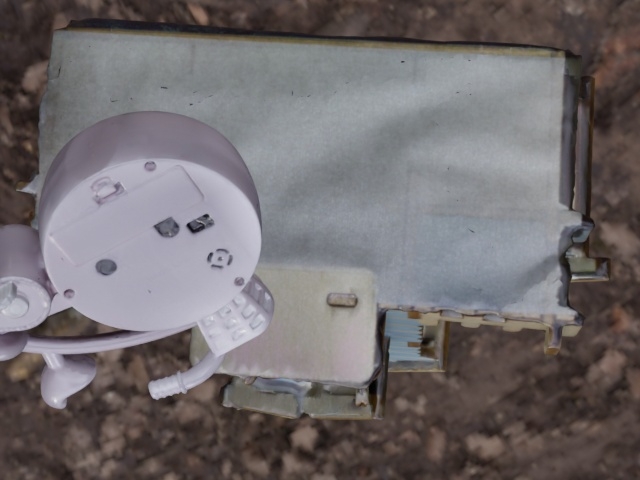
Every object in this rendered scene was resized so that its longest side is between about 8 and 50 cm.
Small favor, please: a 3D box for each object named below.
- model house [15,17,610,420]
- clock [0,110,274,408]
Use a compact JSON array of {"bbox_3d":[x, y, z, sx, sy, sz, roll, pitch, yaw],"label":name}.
[{"bbox_3d":[0.000,0.000,0.667,0.271,0.178,0.206,2,169,4],"label":"model house"},{"bbox_3d":[-0.076,0.014,0.411,0.129,0.041,0.087,-22,129,5],"label":"clock"}]
